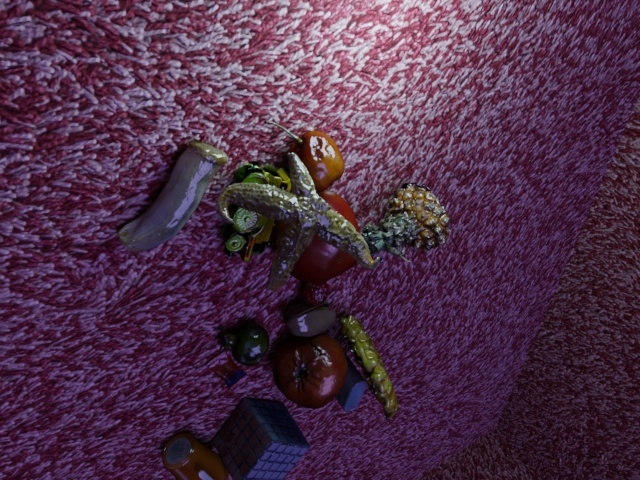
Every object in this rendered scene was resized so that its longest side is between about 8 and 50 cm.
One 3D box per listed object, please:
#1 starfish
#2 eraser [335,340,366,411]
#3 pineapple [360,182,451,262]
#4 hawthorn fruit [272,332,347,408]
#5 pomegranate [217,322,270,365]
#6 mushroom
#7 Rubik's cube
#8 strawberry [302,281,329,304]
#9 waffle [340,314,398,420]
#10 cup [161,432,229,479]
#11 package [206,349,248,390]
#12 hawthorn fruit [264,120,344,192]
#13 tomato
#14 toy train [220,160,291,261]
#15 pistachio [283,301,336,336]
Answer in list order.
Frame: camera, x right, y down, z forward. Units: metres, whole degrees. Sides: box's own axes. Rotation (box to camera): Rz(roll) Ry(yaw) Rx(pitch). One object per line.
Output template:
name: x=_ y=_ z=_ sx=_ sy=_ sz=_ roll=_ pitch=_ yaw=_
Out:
starfish: x=-0.063 y=-0.013 z=1.436 sx=0.324 sy=0.082 sz=0.432 roll=-35 pitch=116 yaw=1
eraser: x=0.081 y=0.534 z=2.098 sx=0.081 sy=0.227 sz=0.174 roll=-6 pitch=127 yaw=-30
pineapple: x=0.248 y=-0.028 z=1.747 sx=0.271 sy=0.262 sz=0.263 roll=-29 pitch=136 yaw=-31
hawthorn fruit: x=-0.018 y=0.459 z=1.965 sx=0.307 sy=0.276 sz=0.276 roll=-24 pitch=142 yaw=-64
pomegranate: x=-0.252 y=0.348 z=1.762 sx=0.169 sy=0.148 sz=0.149 roll=-2 pitch=123 yaw=-29
mushroom: x=-0.375 y=-0.105 z=1.350 sx=0.122 sy=0.095 sz=0.351 roll=39 pitch=94 yaw=-28
Rubik's cube: x=-0.228 y=0.780 z=2.039 sx=0.238 sy=0.237 sz=0.237 roll=-52 pitch=139 yaw=8
strawberry: x=-0.022 y=0.171 z=1.834 sx=0.106 sy=0.106 sz=0.106 roll=-21 pitch=132 yaw=-25
waffle: x=0.189 y=0.475 z=2.035 sx=0.095 sy=0.380 sz=0.382 roll=-27 pitch=130 yaw=-2
cup: x=-0.448 y=0.838 z=1.933 sx=0.182 sy=0.226 sz=0.264 roll=-47 pitch=134 yaw=-25
package: x=-0.327 y=0.463 z=1.874 sx=0.083 sy=0.022 sz=0.200 roll=-37 pitch=135 yaw=-10
hawthorn fruit: x=-0.052 y=-0.258 z=1.457 sx=0.165 sy=0.165 sz=0.285 roll=-46 pitch=125 yaw=1
tomato: x=0.000 y=0.000 z=1.623 sx=0.298 sy=0.226 sz=0.299 roll=-24 pitch=137 yaw=-24
toy train: x=-0.184 y=-0.078 z=1.494 sx=0.160 sy=0.100 sz=0.296 roll=7 pitch=117 yaw=-27
pistachio: x=-0.036 y=0.276 z=1.880 sx=0.225 sy=0.136 sz=0.136 roll=-5 pitch=124 yaw=-45
